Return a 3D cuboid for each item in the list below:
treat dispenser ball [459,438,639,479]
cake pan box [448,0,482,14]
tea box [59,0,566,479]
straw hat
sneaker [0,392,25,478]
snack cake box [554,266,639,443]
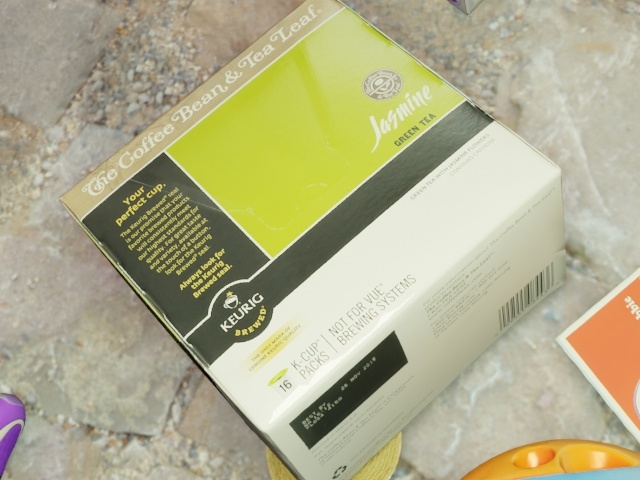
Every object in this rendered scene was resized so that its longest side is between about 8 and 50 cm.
[{"bbox_3d":[0.204,0.303,0.842,0.288,0.288,0.288,-4,70,12],"label":"treat dispenser ball"},{"bbox_3d":[0.164,-0.423,1.227,0.267,0.070,0.246,42,87,22],"label":"cake pan box"},{"bbox_3d":[0.000,0.000,1.001,0.329,0.220,0.323,-40,60,-9],"label":"tea box"},{"bbox_3d":[0.018,0.205,1.045,0.144,0.061,0.144,-7,59,11],"label":"straw hat"},{"bbox_3d":[-0.368,0.304,1.089,0.146,0.102,0.293,32,86,17],"label":"sneaker"},{"bbox_3d":[0.358,0.142,0.945,0.152,0.089,0.264,-45,65,22],"label":"snack cake box"}]
